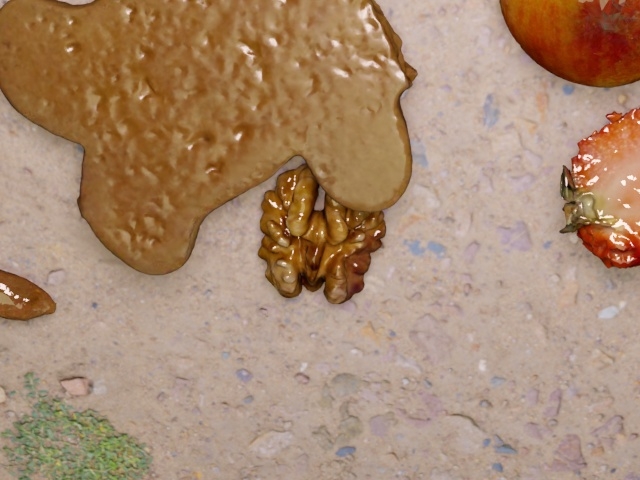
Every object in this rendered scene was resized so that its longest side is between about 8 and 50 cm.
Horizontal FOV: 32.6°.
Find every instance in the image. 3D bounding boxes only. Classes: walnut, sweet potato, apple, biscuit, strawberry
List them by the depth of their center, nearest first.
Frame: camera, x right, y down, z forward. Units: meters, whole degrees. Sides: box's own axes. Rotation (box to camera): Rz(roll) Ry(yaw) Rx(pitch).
[{"bbox_3d":[0.265,-0.228,1.019,0.195,0.160,0.173,-1,142,14],"label":"apple"},{"bbox_3d":[-0.105,-0.153,1.123,0.394,0.076,0.368,-27,104,18],"label":"biscuit"},{"bbox_3d":[0.364,-0.055,1.136,0.236,0.107,0.175,-3,83,6],"label":"strawberry"},{"bbox_3d":[0.000,0.000,1.218,0.143,0.069,0.170,7,118,4],"label":"walnut"},{"bbox_3d":[-0.423,0.054,1.301,0.218,0.051,0.065,12,123,-1],"label":"sweet potato"}]
